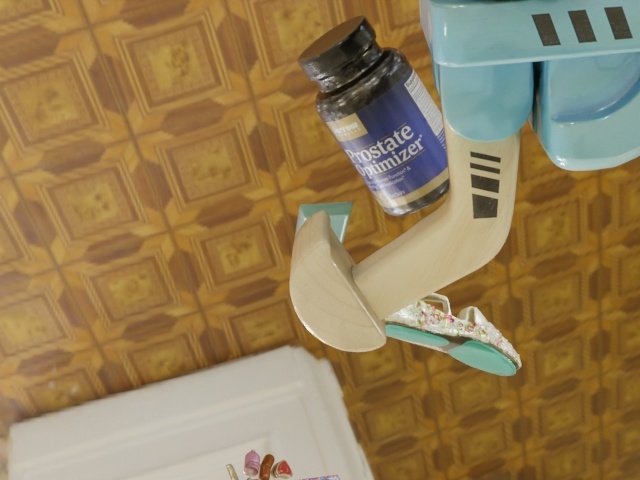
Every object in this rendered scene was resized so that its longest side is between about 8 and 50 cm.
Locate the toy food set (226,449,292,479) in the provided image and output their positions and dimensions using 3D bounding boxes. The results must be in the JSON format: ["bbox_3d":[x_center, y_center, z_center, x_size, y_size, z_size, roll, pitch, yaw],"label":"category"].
[{"bbox_3d":[-0.065,0.298,1.232,0.019,0.077,0.122,-34,158,26],"label":"toy food set"}]

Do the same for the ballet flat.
[{"bbox_3d":[0.183,0.119,1.364,0.241,0.077,0.091,22,153,-21],"label":"ballet flat"}]

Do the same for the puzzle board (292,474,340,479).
[{"bbox_3d":[-0.007,0.296,1.040,0.128,0.096,0.011,5,135,-43],"label":"puzzle board"}]

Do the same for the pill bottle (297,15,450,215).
[{"bbox_3d":[0.071,-0.147,1.152,0.123,0.123,0.219,-33,110,8],"label":"pill bottle"}]

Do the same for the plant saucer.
[{"bbox_3d":[0.000,0.000,1.266,0.067,0.018,0.192,-4,157,-7],"label":"plant saucer"}]

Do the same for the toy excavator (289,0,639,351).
[{"bbox_3d":[0.170,-0.119,0.871,0.433,0.222,0.445,-6,113,3],"label":"toy excavator"}]
